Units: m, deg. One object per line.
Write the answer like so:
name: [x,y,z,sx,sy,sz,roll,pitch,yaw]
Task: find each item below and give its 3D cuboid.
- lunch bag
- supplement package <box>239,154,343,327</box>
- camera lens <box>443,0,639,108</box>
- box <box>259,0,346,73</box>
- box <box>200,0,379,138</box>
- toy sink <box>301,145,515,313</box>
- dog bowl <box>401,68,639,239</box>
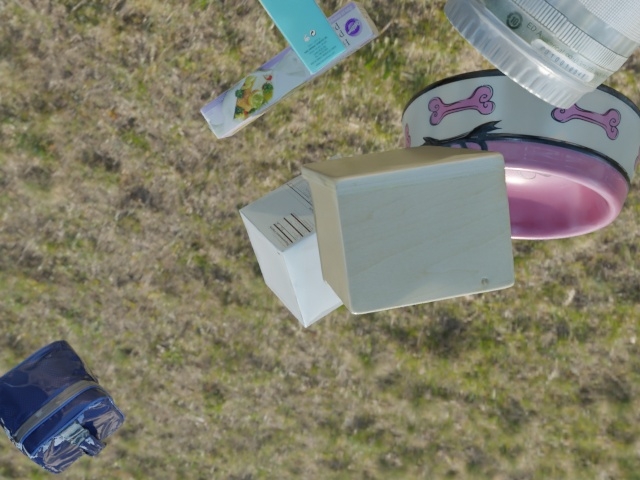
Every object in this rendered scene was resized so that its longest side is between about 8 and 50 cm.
lunch bag: [-0.181,0.123,0.517,0.065,0.067,0.098,47,162,18]
supplement package: [0.000,0.000,1.284,0.149,0.203,0.194,43,156,42]
camera lens: [0.302,-0.317,0.832,0.219,0.219,0.274,32,119,-12]
box: [-0.064,-0.340,0.961,0.060,0.100,0.244,-35,118,7]
box: [-0.055,-0.281,1.234,0.324,0.067,0.063,-31,96,19]
toy sink: [0.075,-0.018,0.742,0.153,0.234,0.131,-9,100,-8]
dog bowl: [0.330,-0.123,1.246,0.408,0.150,0.408,9,163,3]
